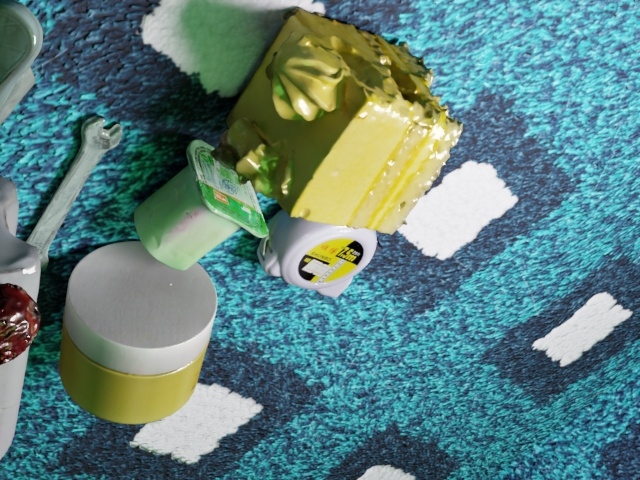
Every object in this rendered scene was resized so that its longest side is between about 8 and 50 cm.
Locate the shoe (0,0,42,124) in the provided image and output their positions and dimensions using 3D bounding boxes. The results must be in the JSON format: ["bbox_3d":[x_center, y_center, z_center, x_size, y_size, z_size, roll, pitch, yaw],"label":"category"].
[{"bbox_3d":[-0.398,-0.195,1.251,0.251,0.103,0.100,-41,-174,34],"label":"shoe"}]

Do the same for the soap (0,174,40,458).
[{"bbox_3d":[-0.574,0.135,1.395,0.350,0.213,0.435,-1,132,-30],"label":"soap"}]

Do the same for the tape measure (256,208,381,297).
[{"bbox_3d":[0.004,-0.001,1.712,0.178,0.105,0.196,-39,140,22],"label":"tape measure"}]

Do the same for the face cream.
[{"bbox_3d":[-0.277,0.138,1.581,0.218,0.218,0.179,-7,137,-27],"label":"face cream"}]

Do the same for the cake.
[{"bbox_3d":[0.008,-0.166,1.435,0.286,0.222,0.227,8,126,-39],"label":"cake"}]

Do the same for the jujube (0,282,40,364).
[{"bbox_3d":[-0.412,0.112,1.237,0.166,0.104,0.104,-21,141,-7],"label":"jujube"}]

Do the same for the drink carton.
[{"bbox_3d":[-0.184,-0.043,1.521,0.142,0.144,0.146,-36,142,22],"label":"drink carton"}]

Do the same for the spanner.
[{"bbox_3d":[-0.361,-0.055,1.477,0.071,0.017,0.302,12,126,-42],"label":"spanner"}]
